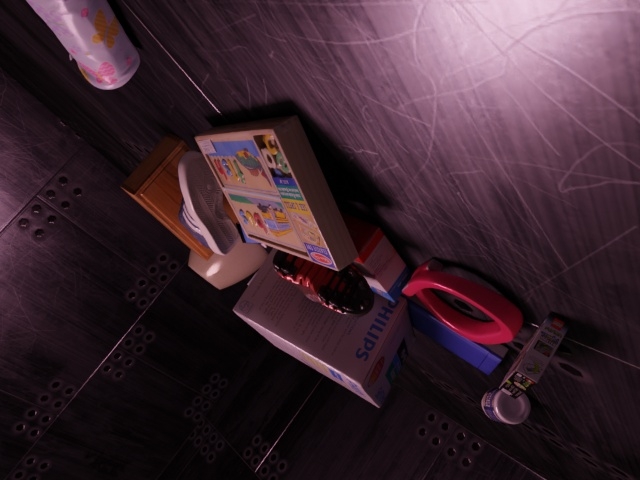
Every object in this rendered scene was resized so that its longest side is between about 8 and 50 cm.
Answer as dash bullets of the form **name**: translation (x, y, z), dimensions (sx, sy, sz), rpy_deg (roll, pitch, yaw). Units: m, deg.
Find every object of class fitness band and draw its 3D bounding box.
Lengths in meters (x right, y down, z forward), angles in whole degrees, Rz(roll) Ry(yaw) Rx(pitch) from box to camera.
- **fitness band**: translation (0.271, 0.124, 0.997), dimensions (0.209, 0.054, 0.291), rpy_deg (33, 168, 5)

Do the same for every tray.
- **tray**: translation (-0.398, -0.116, 1.563), dimensions (0.076, 0.202, 0.411), rpy_deg (29, 165, 31)

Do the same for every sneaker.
- **sneaker**: translation (0.021, 0.090, 1.072), dimensions (0.276, 0.097, 0.135), rpy_deg (26, 167, 44)
- **sneaker**: translation (-0.348, -0.103, 1.428), dimensions (0.148, 0.131, 0.349), rpy_deg (20, 141, 28)

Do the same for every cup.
- **cup**: translation (-0.411, 0.064, 2.141), dimensions (0.331, 0.237, 0.331), rpy_deg (34, 166, 10)

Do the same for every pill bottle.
- **pill bottle**: translation (0.504, 0.455, 1.415), dimensions (0.094, 0.094, 0.169), rpy_deg (35, 166, 10)

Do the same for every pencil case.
- **pencil case**: translation (-0.418, -0.385, 0.886), dimensions (0.124, 0.113, 0.273), rpy_deg (26, 164, 10)

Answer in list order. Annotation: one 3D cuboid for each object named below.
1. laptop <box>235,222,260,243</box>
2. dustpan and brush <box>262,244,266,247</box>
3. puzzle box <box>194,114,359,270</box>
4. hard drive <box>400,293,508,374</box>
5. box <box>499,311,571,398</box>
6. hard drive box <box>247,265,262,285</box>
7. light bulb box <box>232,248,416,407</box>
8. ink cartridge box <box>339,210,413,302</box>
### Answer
- **laptop**: translation (-0.108, 0.046, 1.491), dimensions (0.264, 0.137, 0.234), rpy_deg (54, 170, 9)
- **dustpan and brush**: translation (-0.208, -0.020, 1.709), dimensions (0.147, 0.060, 0.211), rpy_deg (29, 165, 30)
- **puzzle box**: translation (-0.104, -0.098, 1.003), dimensions (0.409, 0.052, 0.272), rpy_deg (15, 135, 59)
- **hard drive**: translation (0.287, 0.207, 1.248), dimensions (0.319, 0.040, 0.210), rpy_deg (32, 166, 21)
- **box**: translation (0.363, 0.205, 0.882), dimensions (0.036, 0.114, 0.207), rpy_deg (32, 166, 22)
- **hard drive box**: translation (-0.107, 0.142, 1.743), dimensions (0.232, 0.181, 0.089), rpy_deg (24, 160, 43)
- **light bulb box**: translation (0.030, 0.221, 1.317), dimensions (0.361, 0.225, 0.358), rpy_deg (25, 163, 23)
- **ink cartridge box**: translation (0.082, 0.021, 1.055), dimensions (0.134, 0.078, 0.231), rpy_deg (26, 163, 45)
